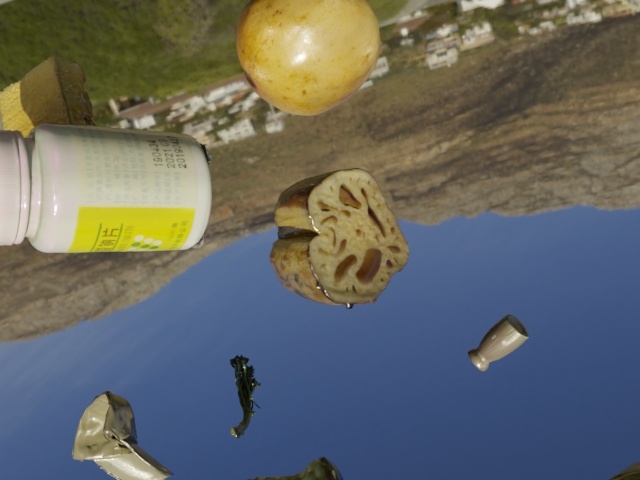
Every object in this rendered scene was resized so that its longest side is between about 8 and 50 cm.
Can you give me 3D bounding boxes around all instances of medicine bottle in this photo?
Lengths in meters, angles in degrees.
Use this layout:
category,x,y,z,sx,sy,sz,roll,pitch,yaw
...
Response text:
category,x,y,z,sx,sy,sz,roll,pitch,yaw
medicine bottle,-0.387,-0.086,1.179,0.378,0.214,0.213,-1,-170,-32

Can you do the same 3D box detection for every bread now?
category,x,y,z,sx,sy,sz,roll,pitch,yaw
bread,-0.556,-0.226,1.463,0.184,0.275,0.114,-29,158,17

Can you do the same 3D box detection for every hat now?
category,x,y,z,sx,sy,sz,roll,pitch,yaw
hat,-0.310,0.326,1.134,0.147,0.175,0.085,-33,-155,39

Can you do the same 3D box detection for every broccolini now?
category,x,y,z,sx,sy,sz,roll,pitch,yaw
broccolini,-0.184,0.355,1.628,0.062,0.123,0.271,-30,-164,10

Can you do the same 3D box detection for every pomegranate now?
category,x,y,z,sx,sy,sz,roll,pitch,yaw
pomegranate,-0.031,-0.389,1.394,0.307,0.307,0.307,-16,-158,7

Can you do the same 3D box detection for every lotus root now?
category,x,y,z,sx,sy,sz,roll,pitch,yaw
lotus root,0.000,0.000,1.576,0.250,0.316,0.316,-6,-156,44

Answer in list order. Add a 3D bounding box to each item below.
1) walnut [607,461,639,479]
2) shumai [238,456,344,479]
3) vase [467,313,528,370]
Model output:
category,x,y,z,sx,sy,sz,roll,pitch,yaw
walnut,0.495,0.447,0.969,0.282,0.283,0.227,-1,-170,37
shumai,-0.082,0.479,1.269,0.225,0.260,0.222,20,-96,62
vase,0.300,0.176,1.193,0.101,0.053,0.053,-47,-169,24
